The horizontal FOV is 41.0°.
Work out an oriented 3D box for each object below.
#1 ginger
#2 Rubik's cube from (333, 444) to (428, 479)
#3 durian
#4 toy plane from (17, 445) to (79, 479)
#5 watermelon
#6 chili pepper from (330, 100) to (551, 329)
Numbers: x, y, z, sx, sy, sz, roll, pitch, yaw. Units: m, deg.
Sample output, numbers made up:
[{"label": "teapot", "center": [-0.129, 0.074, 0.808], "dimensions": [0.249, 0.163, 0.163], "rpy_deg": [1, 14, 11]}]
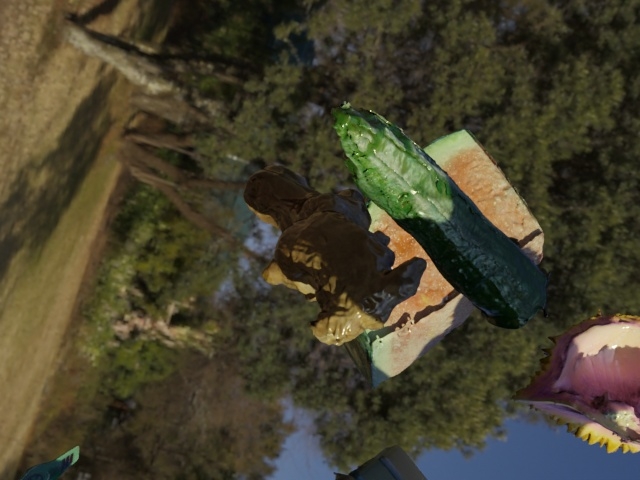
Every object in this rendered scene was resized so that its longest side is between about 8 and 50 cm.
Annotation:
[{"label": "ginger", "center": [0.001, 0.001, 0.790], "dimensions": [0.122, 0.084, 0.290], "rpy_deg": [-35, -150, 1]}, {"label": "Rubik's cube", "center": [0.013, 0.398, 0.622], "dimensions": [0.346, 0.344, 0.347], "rpy_deg": [-42, 164, 7]}, {"label": "durian", "center": [0.416, 0.203, 1.019], "dimensions": [0.191, 0.341, 0.112], "rpy_deg": [-51, 152, -38]}, {"label": "toy plane", "center": [-0.393, 0.442, 1.207], "dimensions": [0.106, 0.155, 0.382], "rpy_deg": [34, -44, 32]}, {"label": "watermelon", "center": [0.126, 0.008, 0.956], "dimensions": [0.148, 0.226, 0.318], "rpy_deg": [76, 33, -50]}, {"label": "chili pepper", "center": [0.075, -0.020, 0.560], "dimensions": [0.059, 0.227, 0.088], "rpy_deg": [-44, -138, 7]}]
